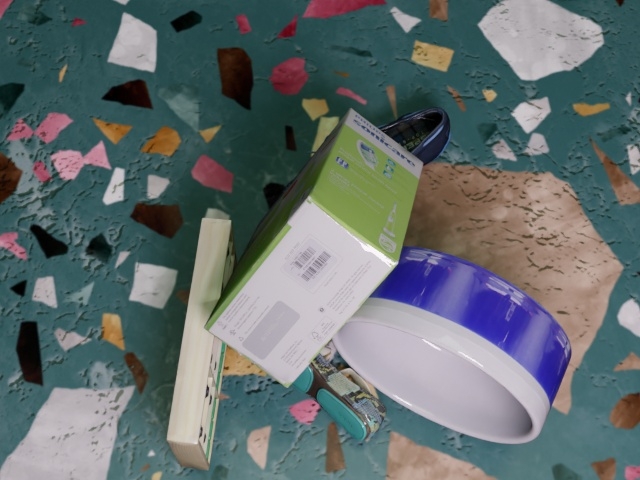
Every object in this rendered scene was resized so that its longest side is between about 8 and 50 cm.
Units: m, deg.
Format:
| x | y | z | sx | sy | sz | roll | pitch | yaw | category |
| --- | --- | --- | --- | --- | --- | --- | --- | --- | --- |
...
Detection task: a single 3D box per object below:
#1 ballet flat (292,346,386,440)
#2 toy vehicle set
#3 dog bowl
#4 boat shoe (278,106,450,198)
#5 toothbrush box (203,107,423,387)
| x | y | z | sx | sy | sz | roll | pitch | yaw | category |
| --- | --- | --- | --- | --- | --- | --- | --- | --- | --- |
| 0.006 | 0.169 | 1.399 | 0.188 | 0.070 | 0.070 | 44 | 74 | 12 | ballet flat |
| -0.137 | 0.127 | 1.349 | 0.035 | 0.166 | 0.267 | 6 | 69 | 1 | toy vehicle set |
| 0.149 | 0.123 | 1.303 | 0.264 | 0.265 | 0.104 | 27 | 67 | 9 | dog bowl |
| 0.053 | -0.110 | 1.483 | 0.258 | 0.089 | 0.109 | -36 | 74 | -13 | boat shoe |
| 0.000 | 0.000 | 1.298 | 0.122 | 0.206 | 0.283 | 37 | 27 | -6 | toothbrush box |
